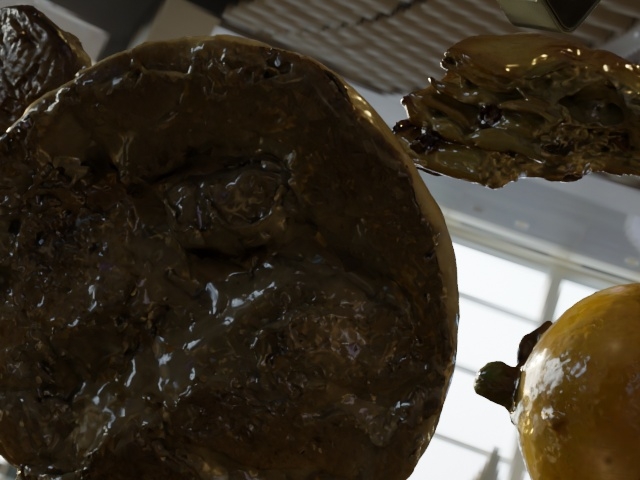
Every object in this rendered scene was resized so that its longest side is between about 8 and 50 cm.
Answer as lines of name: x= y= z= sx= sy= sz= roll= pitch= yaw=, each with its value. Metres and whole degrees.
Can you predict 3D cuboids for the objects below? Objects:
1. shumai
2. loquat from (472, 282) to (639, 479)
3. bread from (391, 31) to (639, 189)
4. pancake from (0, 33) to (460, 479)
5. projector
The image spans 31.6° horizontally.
shumai: x=-0.264 y=-0.149 z=1.048 sx=0.105 sy=0.123 sz=0.139 roll=24 pitch=-2 yaw=-34
loquat: x=0.364 y=0.205 z=1.379 sx=0.359 sy=0.329 sz=0.328 roll=12 pitch=-13 yaw=14
bread: x=0.315 y=-0.181 z=1.551 sx=0.370 sy=0.192 sz=0.314 roll=13 pitch=21 yaw=35
pancake: x=-0.088 y=0.048 z=0.784 sx=0.386 sy=0.387 sz=0.082 roll=18 pitch=9 yaw=14
projector: x=0.249 y=-0.281 z=1.242 sx=0.083 sy=0.083 sz=0.082 roll=48 pitch=-13 yaw=-34
